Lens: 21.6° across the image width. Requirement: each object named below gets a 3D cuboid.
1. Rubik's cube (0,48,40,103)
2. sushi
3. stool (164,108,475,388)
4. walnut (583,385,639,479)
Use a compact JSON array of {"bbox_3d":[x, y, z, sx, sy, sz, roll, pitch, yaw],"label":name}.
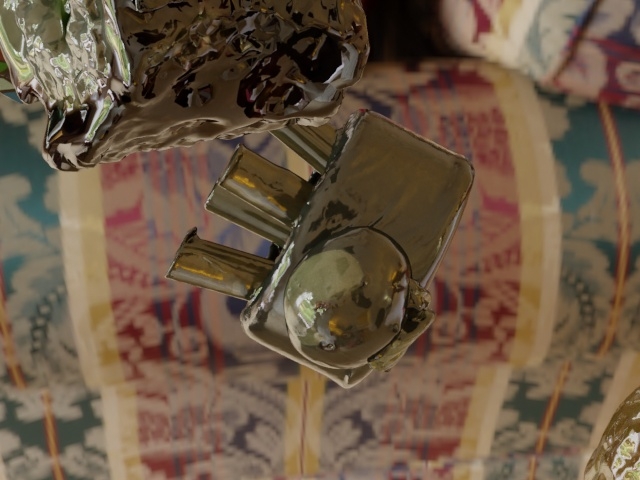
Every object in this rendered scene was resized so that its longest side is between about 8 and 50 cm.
[{"bbox_3d":[-0.174,-0.149,1.032,0.133,0.133,0.112,0,66,2],"label":"Rubik's cube"},{"bbox_3d":[-0.039,-0.068,0.443,0.084,0.098,0.094,-9,81,-27],"label":"sushi"},{"bbox_3d":[0.004,-0.008,0.960,0.139,0.228,0.153,28,83,-4],"label":"stool"},{"bbox_3d":[0.156,0.092,0.644,0.105,0.124,0.105,13,42,-12],"label":"walnut"}]
